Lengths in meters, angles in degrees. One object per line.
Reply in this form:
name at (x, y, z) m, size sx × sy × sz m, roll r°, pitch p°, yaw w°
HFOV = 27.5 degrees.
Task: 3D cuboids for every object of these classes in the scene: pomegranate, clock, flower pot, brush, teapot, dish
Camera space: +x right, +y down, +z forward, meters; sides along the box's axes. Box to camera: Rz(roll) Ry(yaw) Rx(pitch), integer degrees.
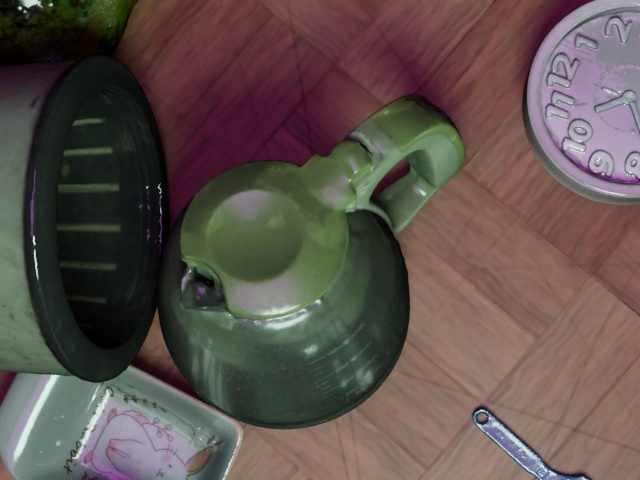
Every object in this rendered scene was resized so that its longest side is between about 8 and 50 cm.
pomegranate at (-0.297, -0.260, 1.285) m, size 0.204 × 0.276 × 0.222 m, roll 1°, pitch 82°, yaw -34°
clock at (0.295, -0.135, 1.264) m, size 0.197 × 0.068 × 0.197 m, roll 0°, pitch 86°, yaw 6°
flower pot at (-0.340, -0.024, 1.207) m, size 0.330 × 0.293 × 0.293 m, roll 2°, pitch 86°, yaw 13°
brush at (0.211, 0.221, 1.270) m, size 0.164 × 0.014 × 0.051 m, roll 42°, pitch 89°, yaw 8°
teapot at (0.001, 0.022, 1.182) m, size 0.322 × 0.239 × 0.239 m, roll -14°, pitch 70°, yaw -2°
dish at (-0.201, 0.196, 1.284) m, size 0.234 × 0.064 × 0.154 m, roll 27°, pitch 88°, yaw 6°
